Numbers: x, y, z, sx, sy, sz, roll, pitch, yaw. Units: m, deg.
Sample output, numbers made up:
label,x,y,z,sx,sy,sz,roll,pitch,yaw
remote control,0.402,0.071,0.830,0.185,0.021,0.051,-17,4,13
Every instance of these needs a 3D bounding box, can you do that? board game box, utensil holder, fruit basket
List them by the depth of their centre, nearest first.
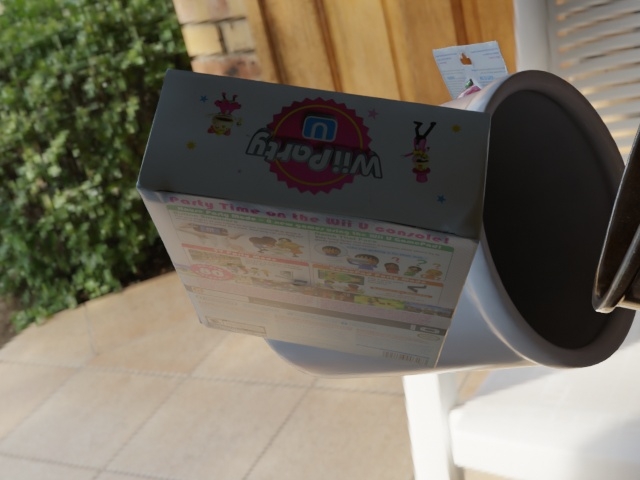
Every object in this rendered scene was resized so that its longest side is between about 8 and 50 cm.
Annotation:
label,x,y,z,sx,sy,sz,roll,pitch,yaw
board game box,0.000,0.000,0.740,0.223,0.303,0.098,9,69,4
utensil holder,0.133,0.008,1.144,0.385,0.328,0.327,-15,18,44
fruit basket,0.316,-0.171,1.591,0.165,0.353,0.327,-22,11,-6

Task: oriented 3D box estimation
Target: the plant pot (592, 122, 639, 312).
label,x,y,z,sx,sy,sz,roll,pitch,yaw
plant pot,0.210,-0.027,0.356,0.165,0.167,0.167,18,33,11
